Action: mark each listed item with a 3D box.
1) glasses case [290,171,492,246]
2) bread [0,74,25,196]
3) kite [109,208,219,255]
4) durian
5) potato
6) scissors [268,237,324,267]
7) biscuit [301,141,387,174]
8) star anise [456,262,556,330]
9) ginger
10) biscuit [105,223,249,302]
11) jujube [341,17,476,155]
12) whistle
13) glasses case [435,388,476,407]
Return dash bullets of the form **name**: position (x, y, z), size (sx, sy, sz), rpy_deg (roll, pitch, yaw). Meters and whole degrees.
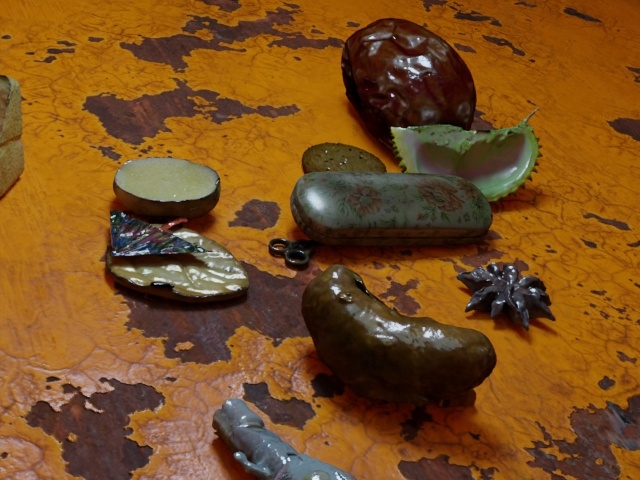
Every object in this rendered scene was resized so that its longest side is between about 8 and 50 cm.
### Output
- **glasses case**: position (0.143, -0.062, 1.927), size (0.425, 0.098, 0.156), rpy_deg (0, 47, -26)
- **bread**: position (-0.677, -0.197, 1.735), size (0.263, 0.236, 0.198), rpy_deg (12, 32, -1)
- **kite**: position (-0.291, -0.005, 1.720), size (0.232, 0.009, 0.189), rpy_deg (24, 34, 24)
- **durian**: position (0.319, -0.170, 2.107), size (0.355, 0.169, 0.157), rpy_deg (-9, 42, -20)
- **potato**: position (-0.289, -0.088, 1.856), size (0.200, 0.081, 0.164), rpy_deg (7, 36, -2)
- **scissors**: position (0.000, 0.000, 1.875), size (0.088, 0.017, 0.220), rpy_deg (34, 38, 32)
- **biscuit**: position (0.051, -0.158, 2.129), size (0.188, 0.027, 0.188), rpy_deg (8, 32, -5)
- **star anise**: position (0.344, 0.091, 1.811), size (0.195, 0.065, 0.182), rpy_deg (17, 31, 14)
- **ginger**: position (0.104, 0.166, 1.533), size (0.321, 0.172, 0.165), rpy_deg (26, -2, 19)
- **biscuit**: position (-0.246, 0.044, 1.704), size (0.260, 0.041, 0.203), rpy_deg (18, 29, 7)
- **jujube**: position (0.198, -0.351, 2.270), size (0.276, 0.276, 0.377), rpy_deg (-10, 37, -32)
- **whistle**: position (-0.037, 0.321, 1.279), size (0.142, 0.134, 0.346), rpy_deg (-15, 32, -31)
- **glasses case**: position (0.193, 0.200, 1.611), size (0.064, 0.041, 0.170), rpy_deg (-1, 35, -19)
